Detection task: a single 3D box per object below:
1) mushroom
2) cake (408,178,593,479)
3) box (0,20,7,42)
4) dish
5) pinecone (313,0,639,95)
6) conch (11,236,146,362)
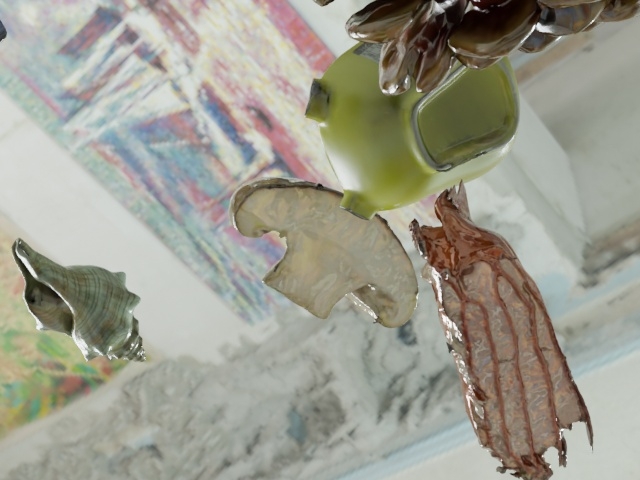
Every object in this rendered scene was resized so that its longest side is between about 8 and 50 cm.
[{"bbox_3d":[0.000,0.000,1.349,0.156,0.286,0.151,-51,-156,7],"label":"mushroom"},{"bbox_3d":[0.156,0.091,0.915,0.098,0.287,0.135,-24,-176,1],"label":"cake"},{"bbox_3d":[-0.422,-0.190,0.781,0.116,0.279,0.261,9,-129,38],"label":"box"},{"bbox_3d":[0.127,-0.141,1.147,0.262,0.221,0.108,-30,-158,-22],"label":"dish"},{"bbox_3d":[0.114,-0.299,0.651,0.384,0.384,0.384,-34,-152,20],"label":"pinecone"},{"bbox_3d":[-0.314,0.082,1.376,0.137,0.234,0.114,-40,-167,37],"label":"conch"}]
